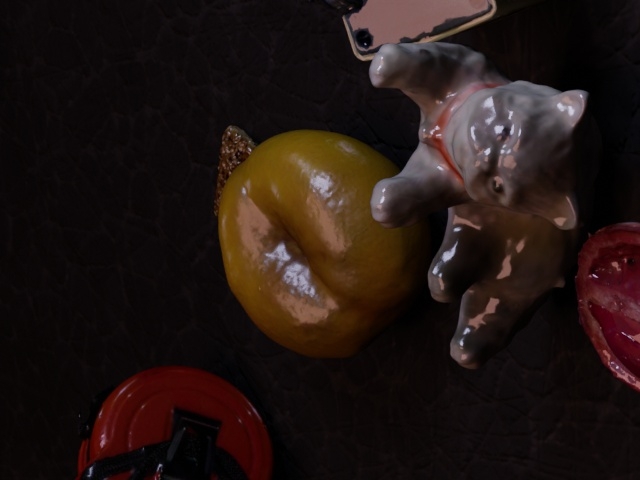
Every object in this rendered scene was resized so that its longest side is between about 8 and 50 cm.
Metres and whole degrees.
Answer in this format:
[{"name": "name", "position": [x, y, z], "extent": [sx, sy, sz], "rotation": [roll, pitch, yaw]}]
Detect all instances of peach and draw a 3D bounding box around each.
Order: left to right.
[{"name": "peach", "position": [0.000, 0.000, 1.961], "extent": [0.251, 0.153, 0.251], "rotation": [13, 116, 28]}]

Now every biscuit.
[{"name": "biscuit", "position": [-0.049, -0.031, 2.134], "extent": [0.231, 0.025, 0.131], "rotation": [36, 131, 40]}]

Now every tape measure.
[{"name": "tape measure", "position": [-0.182, 0.274, 2.231], "extent": [0.114, 0.253, 0.260], "rotation": [128, 154, -54]}]

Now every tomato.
[{"name": "tomato", "position": [0.314, 0.049, 1.615], "extent": [0.173, 0.099, 0.189], "rotation": [34, 140, 34]}]

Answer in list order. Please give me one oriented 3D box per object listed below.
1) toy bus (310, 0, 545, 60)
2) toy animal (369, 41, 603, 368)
[{"name": "toy bus", "position": [0.075, -0.361, 1.684], "extent": [0.177, 0.202, 0.365], "rotation": [-15, 93, 35]}, {"name": "toy animal", "position": [0.182, -0.021, 1.660], "extent": [0.188, 0.266, 0.308], "rotation": [7, 99, 32]}]
